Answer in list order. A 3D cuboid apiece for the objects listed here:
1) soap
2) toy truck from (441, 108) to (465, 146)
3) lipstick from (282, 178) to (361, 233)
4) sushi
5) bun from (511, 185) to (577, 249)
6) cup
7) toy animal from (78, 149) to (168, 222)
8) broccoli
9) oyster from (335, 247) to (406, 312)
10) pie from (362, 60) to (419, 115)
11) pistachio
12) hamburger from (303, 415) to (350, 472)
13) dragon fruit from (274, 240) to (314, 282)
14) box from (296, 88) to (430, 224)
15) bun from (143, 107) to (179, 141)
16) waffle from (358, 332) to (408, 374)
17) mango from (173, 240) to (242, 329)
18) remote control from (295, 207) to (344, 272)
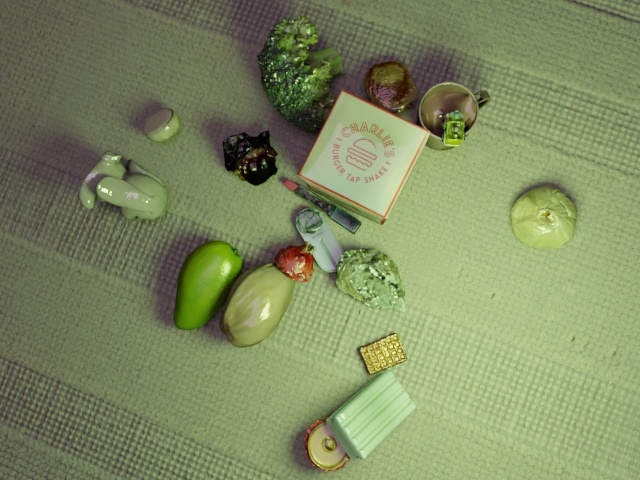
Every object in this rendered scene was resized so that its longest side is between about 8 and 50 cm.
[{"bbox_3d":[0.167,0.562,1.778,0.265,0.087,0.160,-32,81,-34],"label":"soap"},{"bbox_3d":[0.418,-0.354,1.708,0.076,0.077,0.111,2,85,5],"label":"toy truck"},{"bbox_3d":[0.004,-0.129,1.941,0.312,0.051,0.051,34,90,9],"label":"lipstick"},{"bbox_3d":[-0.232,-0.277,1.924,0.172,0.153,0.151,-20,62,-16],"label":"sushi"},{"bbox_3d":[0.748,-0.078,1.827,0.220,0.134,0.221,-1,86,9],"label":"bun"},{"bbox_3d":[0.446,-0.421,1.851,0.252,0.200,0.192,-28,83,3],"label":"cup"},{"bbox_3d":[-0.666,-0.174,1.922,0.264,0.272,0.206,31,114,-6],"label":"toy animal"},{"bbox_3d":[-0.070,-0.574,1.886,0.338,0.277,0.318,26,68,-2],"label":"broccoli"},{"bbox_3d":[0.180,0.131,1.866,0.267,0.112,0.199,13,93,-5],"label":"oyster"},{"bbox_3d":[0.247,-0.540,1.939,0.178,0.084,0.205,-24,80,3],"label":"pie"},{"bbox_3d":[-0.206,0.210,1.859,0.226,0.207,0.332,43,70,-35],"label":"pistachio"},{"bbox_3d":[0.028,0.672,1.820,0.175,0.137,0.176,0,77,1],"label":"hamburger"},{"bbox_3d":[-0.073,0.057,1.864,0.153,0.153,0.111,35,112,7],"label":"dragon fruit"},{"bbox_3d":[0.142,-0.256,1.813,0.314,0.300,0.312,27,88,6],"label":"box"},{"bbox_3d":[-0.568,-0.406,1.997,0.138,0.094,0.138,-15,48,17],"label":"bun"},{"bbox_3d":[0.214,0.387,1.877,0.147,0.042,0.103,-23,82,3],"label":"waffle"},{"bbox_3d":[-0.406,0.157,1.897,0.192,0.156,0.343,29,90,9],"label":"mango"},{"bbox_3d":[0.000,0.000,1.927,0.104,0.052,0.248,-30,83,1],"label":"remote control"}]
